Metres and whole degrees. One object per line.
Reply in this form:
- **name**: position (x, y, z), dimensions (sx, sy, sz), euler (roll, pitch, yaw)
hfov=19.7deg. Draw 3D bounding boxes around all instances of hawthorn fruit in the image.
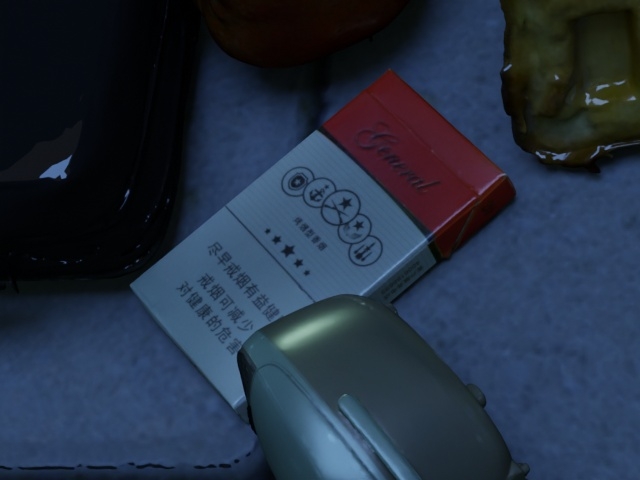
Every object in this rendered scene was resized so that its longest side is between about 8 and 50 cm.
- **hawthorn fruit**: position (-0.002, -0.217, 1.317), dimensions (0.202, 0.185, 0.185), euler (-8, 56, -11)

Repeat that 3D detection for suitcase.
- **suitcase**: position (-0.274, -0.116, 1.341), dimensions (0.345, 0.188, 0.339), euler (-2, 59, 15)

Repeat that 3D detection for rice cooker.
- **rice cooker**: position (0.033, 0.125, 1.126), dimensions (0.127, 0.145, 0.206), euler (-37, 59, -17)

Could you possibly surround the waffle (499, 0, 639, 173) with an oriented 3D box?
- **waffle**: position (0.271, -0.195, 1.150), dimensions (0.348, 0.304, 0.077), euler (-6, 37, 16)

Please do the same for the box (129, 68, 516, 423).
- **box**: position (0.000, 0.000, 1.272), dimensions (0.245, 0.035, 0.139), euler (-41, 56, -7)
